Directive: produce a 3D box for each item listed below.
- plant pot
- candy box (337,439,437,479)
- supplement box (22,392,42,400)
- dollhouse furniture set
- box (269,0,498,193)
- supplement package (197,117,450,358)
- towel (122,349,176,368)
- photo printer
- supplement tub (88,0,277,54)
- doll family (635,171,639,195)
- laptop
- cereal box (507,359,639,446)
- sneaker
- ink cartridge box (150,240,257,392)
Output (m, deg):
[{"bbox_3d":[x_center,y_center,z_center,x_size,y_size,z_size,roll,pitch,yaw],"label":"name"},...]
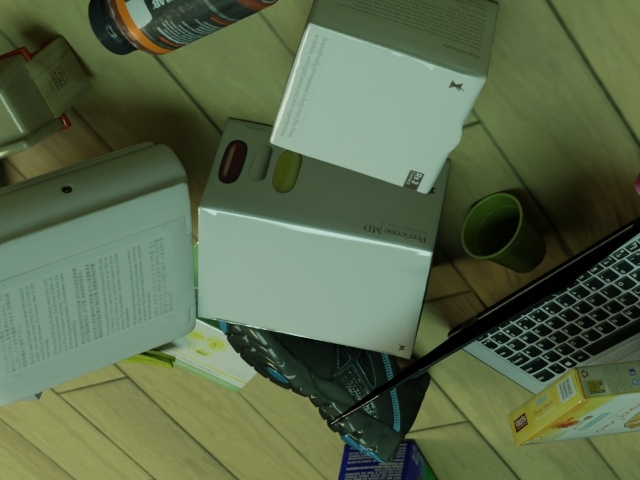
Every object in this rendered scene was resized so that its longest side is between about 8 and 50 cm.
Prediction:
[{"bbox_3d":[0.217,-0.001,1.613,0.083,0.083,0.079,-20,142,34],"label":"plant pot"},{"bbox_3d":[0.106,0.492,2.022,0.122,0.317,0.268,-8,136,24],"label":"candy box"},{"bbox_3d":[-0.378,0.086,1.753,0.130,0.239,0.073,-5,134,21],"label":"supplement box"},{"bbox_3d":[-0.398,-0.135,1.583,0.259,0.135,0.262,-13,115,33],"label":"dollhouse furniture set"},{"bbox_3d":[0.063,-0.168,1.423,0.182,0.119,0.181,18,140,-4],"label":"box"},{"bbox_3d":[0.000,0.000,1.617,0.262,0.145,0.204,11,140,4],"label":"supplement package"},{"bbox_3d":[-0.309,0.153,1.902,0.237,0.021,0.102,-2,167,44],"label":"towel"},{"bbox_3d":[-0.293,0.045,1.560,0.307,0.107,0.256,-21,136,-23],"label":"photo printer"},{"bbox_3d":[-0.139,-0.249,1.398,0.198,0.106,0.106,-19,130,33],"label":"supplement tub"},{"bbox_3d":[0.469,-0.053,1.464,0.263,0.118,0.163,42,142,-4],"label":"doll family"},{"bbox_3d":[0.298,0.147,1.629,0.408,0.236,0.382,33,137,-21],"label":"laptop"},{"bbox_3d":[0.368,0.189,1.677,0.240,0.047,0.173,-3,155,-22],"label":"cereal box"},{"bbox_3d":[0.004,0.143,1.802,0.341,0.140,0.125,43,165,-32],"label":"sneaker"},{"bbox_3d":[-0.129,0.098,1.841,0.171,0.056,0.235,27,141,-14],"label":"ink cartridge box"}]
